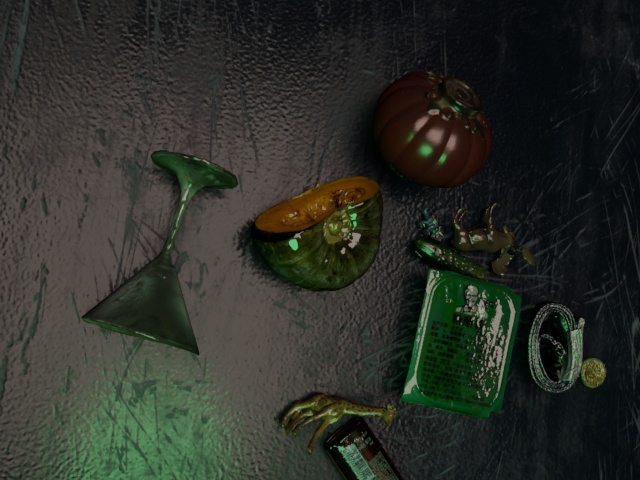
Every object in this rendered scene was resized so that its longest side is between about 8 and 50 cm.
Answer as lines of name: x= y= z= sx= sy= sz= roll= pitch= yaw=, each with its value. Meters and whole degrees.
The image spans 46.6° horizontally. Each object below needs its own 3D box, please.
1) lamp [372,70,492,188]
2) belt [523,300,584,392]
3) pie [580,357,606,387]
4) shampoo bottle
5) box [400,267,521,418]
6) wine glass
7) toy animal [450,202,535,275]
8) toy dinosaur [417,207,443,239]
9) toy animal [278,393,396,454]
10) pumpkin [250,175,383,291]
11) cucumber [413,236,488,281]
lamp: x=0.269 y=-0.265 z=1.796 sx=0.303 sy=0.257 sz=0.303 roll=20 pitch=45 yaw=-22
belt: x=0.602 y=0.273 z=1.923 sx=0.140 sy=0.126 sz=0.230 roll=0 pitch=87 yaw=9
pie: x=0.734 y=0.357 z=2.002 sx=0.084 sy=0.021 sz=0.084 roll=2 pitch=82 yaw=-16
shampoo bottle: x=0.140 y=0.594 z=1.804 sx=0.129 sy=0.084 sz=0.323 roll=-37 pitch=97 yaw=-24
box: x=0.342 y=0.258 z=1.865 sx=0.264 sy=0.106 sz=0.336 roll=15 pitch=82 yaw=-14
wine glass: x=-0.340 y=0.022 z=1.636 sx=0.267 sy=0.267 sz=0.405 roll=17 pitch=78 yaw=-13
toy animal: x=0.441 y=0.001 z=1.922 sx=0.214 sy=0.094 sz=0.186 roll=-6 pitch=84 yaw=-7
toy dinosaur: x=0.282 y=-0.041 z=1.906 sx=0.047 sy=0.030 sz=0.083 roll=-33 pitch=96 yaw=-15
toy animal: x=0.039 y=0.416 z=1.767 sx=0.276 sy=0.149 sz=0.054 roll=-14 pitch=128 yaw=-10
pumpkin: x=0.000 y=0.000 z=1.763 sx=0.325 sy=0.242 sz=0.232 roll=-22 pitch=121 yaw=-19
cucumber: x=0.336 y=0.055 z=1.897 sx=0.227 sy=0.069 sz=0.069 roll=26 pitch=81 yaw=-13
